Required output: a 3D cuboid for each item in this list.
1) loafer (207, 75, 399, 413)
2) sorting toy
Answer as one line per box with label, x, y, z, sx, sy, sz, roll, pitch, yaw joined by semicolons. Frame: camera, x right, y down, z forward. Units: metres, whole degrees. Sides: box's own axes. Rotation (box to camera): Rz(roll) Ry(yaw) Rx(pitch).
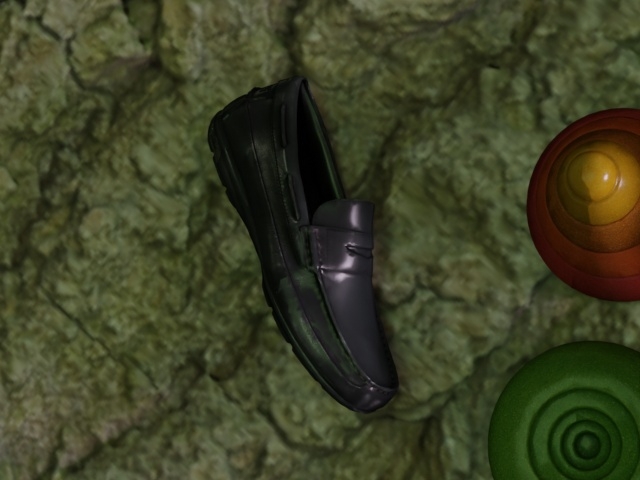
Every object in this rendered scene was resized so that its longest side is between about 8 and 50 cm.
loafer;0.000;0.000;1.064;0.078;0.076;0.223;-30;72;23
sorting toy;0.149;0.092;0.971;0.127;0.126;0.366;6;84;20
